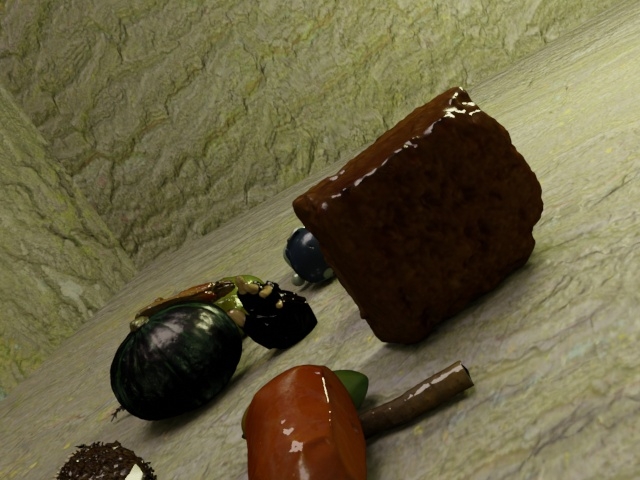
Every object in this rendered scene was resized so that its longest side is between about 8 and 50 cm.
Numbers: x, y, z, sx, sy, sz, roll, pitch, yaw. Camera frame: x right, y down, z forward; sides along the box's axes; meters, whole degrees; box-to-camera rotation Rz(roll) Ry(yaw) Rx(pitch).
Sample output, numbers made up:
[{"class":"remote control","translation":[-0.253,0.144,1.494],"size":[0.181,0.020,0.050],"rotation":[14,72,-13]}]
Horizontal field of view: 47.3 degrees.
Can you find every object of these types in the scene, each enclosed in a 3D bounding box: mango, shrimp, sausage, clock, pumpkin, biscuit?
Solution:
[{"class":"mango","translation":[-0.031,0.280,1.207],"size":[0.237,0.091,0.137],"rotation":[-23,22,37]},{"class":"shrimp","translation":[-0.339,0.151,1.823],"size":[0.266,0.061,0.145],"rotation":[-16,-16,3]},{"class":"sausage","translation":[-0.018,0.281,0.981],"size":[0.141,0.153,0.268],"rotation":[-33,27,13]},{"class":"clock","translation":[-0.021,0.034,1.978],"size":[0.200,0.146,0.243],"rotation":[-59,13,-5]},{"class":"pumpkin","translation":[-0.345,0.266,1.691],"size":[0.315,0.239,0.315],"rotation":[-33,17,11]},{"class":"biscuit","translation":[0.194,-0.038,1.294],"size":[0.395,0.343,0.166],"rotation":[-38,18,-13]}]

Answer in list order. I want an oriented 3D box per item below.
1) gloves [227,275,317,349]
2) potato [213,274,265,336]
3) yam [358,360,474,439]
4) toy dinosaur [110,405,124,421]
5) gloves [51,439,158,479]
[{"class":"gloves","translation":[-0.118,0.150,1.642],"size":[0.164,0.203,0.124],"rotation":[-35,14,-5]},{"class":"potato","translation":[-0.246,0.190,1.944],"size":[0.253,0.149,0.186],"rotation":[-32,39,-21]},{"class":"yam","translation":[0.076,0.272,1.083],"size":[0.326,0.045,0.045],"rotation":[-31,47,13]},{"class":"toy dinosaur","translation":[-0.462,0.409,1.879],"size":[0.208,0.039,0.082],"rotation":[-32,14,6]},{"class":"gloves","translation":[-0.426,0.467,1.360],"size":[0.312,0.135,0.210],"rotation":[-17,13,41]}]
